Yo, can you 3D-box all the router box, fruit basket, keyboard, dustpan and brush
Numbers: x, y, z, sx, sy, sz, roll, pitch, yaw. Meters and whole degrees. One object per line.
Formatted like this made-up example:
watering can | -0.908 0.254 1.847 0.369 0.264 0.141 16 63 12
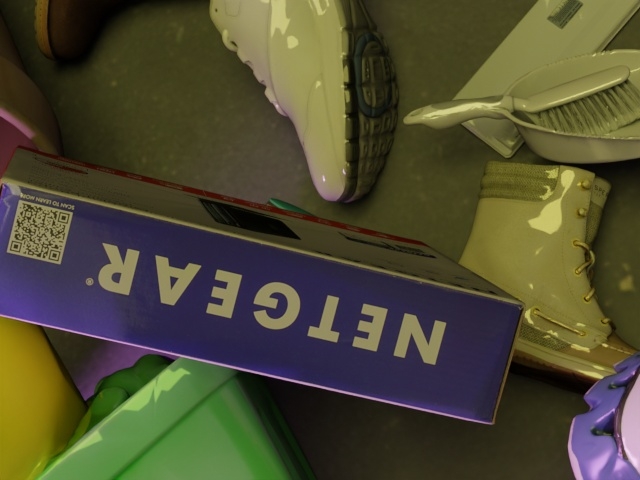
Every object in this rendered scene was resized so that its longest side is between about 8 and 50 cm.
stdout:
router box | -0.060 0.021 1.068 0.335 0.301 0.082 13 95 -11
fruit basket | -0.217 0.172 1.135 0.392 0.283 0.392 0 87 4
keyboard | 0.212 -0.184 1.277 0.072 0.014 0.256 39 87 27
dustpan and brush | 0.173 -0.103 1.204 0.211 0.060 0.147 -16 31 15

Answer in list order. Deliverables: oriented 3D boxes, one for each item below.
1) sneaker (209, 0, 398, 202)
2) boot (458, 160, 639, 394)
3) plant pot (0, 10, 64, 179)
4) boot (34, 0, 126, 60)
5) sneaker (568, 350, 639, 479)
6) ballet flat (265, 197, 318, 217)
sneaker | -0.019 -0.172 1.279 0.129 0.111 0.297 -15 83 22
boot | 0.203 0.031 1.183 0.213 0.077 0.165 16 76 19
plant pot | -0.379 -0.135 1.291 0.323 0.323 0.280 -17 54 10
boot | -0.122 -0.244 1.345 0.206 0.090 0.248 24 91 12
sneaker | 0.317 0.060 1.049 0.127 0.182 0.315 40 70 -14
ballet flat | 0.000 0.000 1.266 0.114 0.041 0.041 21 81 21
